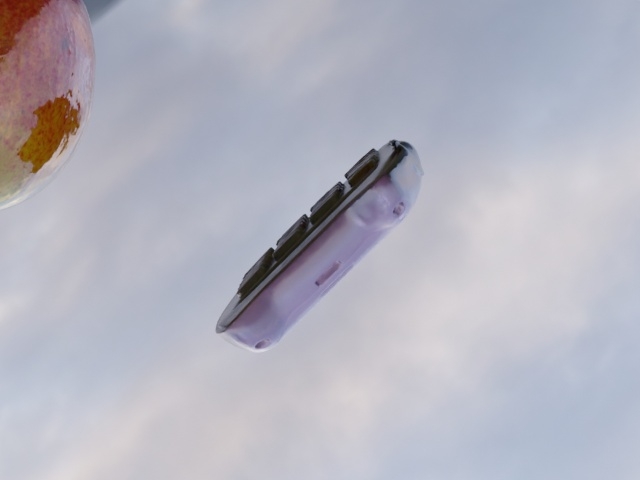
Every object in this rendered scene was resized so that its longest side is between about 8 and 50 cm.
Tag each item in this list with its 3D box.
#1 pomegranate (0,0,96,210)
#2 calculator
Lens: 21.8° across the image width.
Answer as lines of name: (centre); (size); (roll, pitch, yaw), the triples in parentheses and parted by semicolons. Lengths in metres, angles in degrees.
pomegranate: (-0.255, -0.093, 1.090); (0.221, 0.256, 0.221); (-3, -174, 0)
calculator: (0.001, 0.001, 1.225); (0.194, 0.043, 0.294); (-46, -175, 6)
